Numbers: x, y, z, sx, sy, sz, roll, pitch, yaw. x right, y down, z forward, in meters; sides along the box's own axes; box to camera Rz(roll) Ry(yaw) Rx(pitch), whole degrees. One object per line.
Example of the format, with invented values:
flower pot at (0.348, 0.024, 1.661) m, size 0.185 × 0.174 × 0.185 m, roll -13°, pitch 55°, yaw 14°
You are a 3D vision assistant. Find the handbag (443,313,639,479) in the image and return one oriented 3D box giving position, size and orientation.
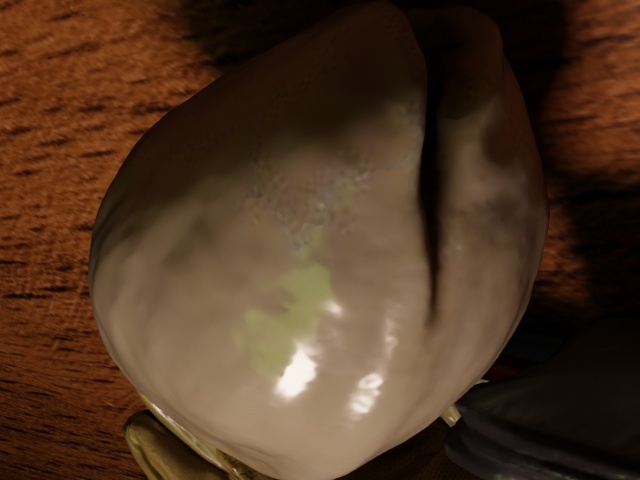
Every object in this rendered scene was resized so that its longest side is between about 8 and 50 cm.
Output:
handbag at (0.234, 0.102, 0.700) m, size 0.332 × 0.191 × 0.075 m, roll 12°, pitch 109°, yaw 36°

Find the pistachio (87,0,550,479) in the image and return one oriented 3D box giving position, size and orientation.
pistachio at (0.000, 0.000, 0.715) m, size 0.207 × 0.226 × 0.332 m, roll 9°, pitch 160°, yaw -15°

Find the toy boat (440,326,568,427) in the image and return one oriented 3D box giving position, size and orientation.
toy boat at (0.185, 0.115, 0.886) m, size 0.392 × 0.079 × 0.136 m, roll 13°, pitch 149°, yaw 40°

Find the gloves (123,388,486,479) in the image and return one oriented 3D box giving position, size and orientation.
gloves at (0.032, 0.153, 0.879) m, size 0.331 × 0.154 × 0.141 m, roll 13°, pitch 164°, yaw 24°
